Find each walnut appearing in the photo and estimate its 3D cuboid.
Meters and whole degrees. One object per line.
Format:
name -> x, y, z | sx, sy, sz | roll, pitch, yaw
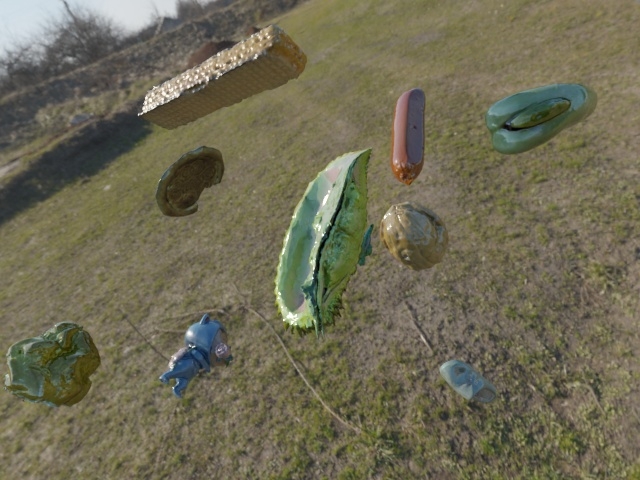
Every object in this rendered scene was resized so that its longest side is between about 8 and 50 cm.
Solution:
walnut -> 0.294, -0.015, 1.281 | 0.198, 0.245, 0.198 | -36, 16, 12

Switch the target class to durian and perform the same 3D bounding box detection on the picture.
durian -> 0.000, 0.000, 0.755 | 0.158, 0.169, 0.351 | 16, 83, 7

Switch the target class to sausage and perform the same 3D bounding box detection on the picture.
sausage -> 0.255, -0.318, 1.199 | 0.097, 0.094, 0.348 | -40, 37, 54

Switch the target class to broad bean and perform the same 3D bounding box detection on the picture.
broad bean -> 0.391, -0.226, 0.730 | 0.169, 0.100, 0.228 | -14, 12, 41

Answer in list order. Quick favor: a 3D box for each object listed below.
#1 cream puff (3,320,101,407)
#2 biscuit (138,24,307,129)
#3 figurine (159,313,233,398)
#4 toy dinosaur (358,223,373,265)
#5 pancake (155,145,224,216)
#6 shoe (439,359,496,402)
cream puff -> -0.465, 0.215, 0.724 | 0.121, 0.156, 0.156 | -1, 36, 13
biscuit -> -0.201, -0.301, 0.796 | 0.379, 0.094, 0.054 | -9, 74, 33
figurine -> -0.255, 0.259, 0.896 | 0.145, 0.114, 0.178 | 12, 43, 26
toy dinosaur -> 0.110, 0.013, 1.067 | 0.059, 0.096, 0.132 | 25, 69, 8
pancake -> -0.357, -0.161, 1.134 | 0.029, 0.212, 0.235 | 37, 90, 18
shoe -> 0.447, 0.434, 1.218 | 0.079, 0.195, 0.078 | -52, 11, 23
